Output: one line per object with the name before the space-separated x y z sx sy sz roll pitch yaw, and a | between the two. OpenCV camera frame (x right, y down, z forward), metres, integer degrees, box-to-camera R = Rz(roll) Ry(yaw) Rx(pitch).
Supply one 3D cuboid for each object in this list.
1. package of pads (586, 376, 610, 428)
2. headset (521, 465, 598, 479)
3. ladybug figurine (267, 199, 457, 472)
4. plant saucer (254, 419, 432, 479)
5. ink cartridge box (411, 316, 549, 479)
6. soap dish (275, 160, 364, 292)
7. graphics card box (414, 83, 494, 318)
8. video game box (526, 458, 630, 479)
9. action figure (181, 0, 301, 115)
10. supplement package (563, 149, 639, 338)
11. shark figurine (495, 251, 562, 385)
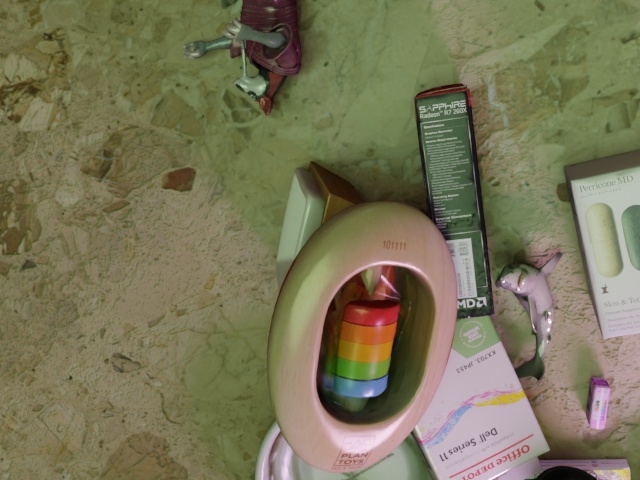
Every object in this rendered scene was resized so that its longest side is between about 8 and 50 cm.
package of pads | 0.506 0.296 1.492 0.032 0.050 0.083 4 103 7
headset | 0.454 0.517 1.403 0.394 0.185 0.243 -20 120 25
ladybug figurine | 0.051 0.146 1.267 0.305 0.162 0.449 5 105 -26
plant saucer | 0.076 0.460 1.595 0.400 0.100 0.400 2 101 9
ink cartridge box | 0.260 0.310 1.449 0.207 0.119 0.353 -26 94 -5
soap dish | 0.000 0.000 1.438 0.118 0.291 0.229 10 104 -10
graphics card box | 0.225 -0.073 1.384 0.094 0.233 0.371 -8 101 9
video game box | 0.490 0.514 1.545 0.187 0.048 0.205 -3 101 15
action figure | -0.090 -0.408 1.448 0.275 0.248 0.370 -16 117 -26
supplement package | 0.529 -0.007 1.344 0.199 0.198 0.263 -12 99 16
shark figurine | 0.365 0.121 1.481 0.116 0.166 0.278 13 134 40
